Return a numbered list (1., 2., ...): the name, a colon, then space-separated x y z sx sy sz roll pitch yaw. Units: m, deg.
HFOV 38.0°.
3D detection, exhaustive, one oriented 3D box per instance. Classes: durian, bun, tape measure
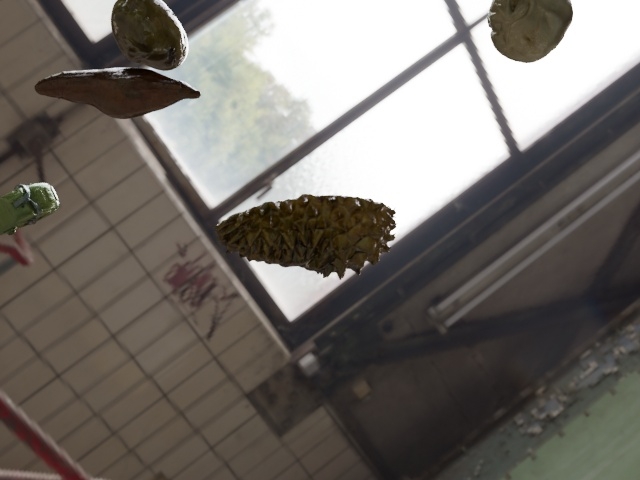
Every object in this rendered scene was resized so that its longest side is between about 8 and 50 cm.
1. durian: -0.001 -0.001 1.532 0.191 0.341 0.112 -21 -113 49
2. bun: 0.387 -0.432 1.780 0.102 0.183 0.183 11 28 -45
3. tape measure: -0.750 -0.086 2.334 0.200 0.175 0.106 -27 -89 39

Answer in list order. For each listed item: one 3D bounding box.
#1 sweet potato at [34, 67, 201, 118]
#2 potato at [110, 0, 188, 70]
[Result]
1. sweet potato: -0.413 -0.308 1.943 0.359 0.112 0.112 4 -27 16
2. potato: -0.364 -0.447 1.978 0.155 0.137 0.200 11 -14 20
